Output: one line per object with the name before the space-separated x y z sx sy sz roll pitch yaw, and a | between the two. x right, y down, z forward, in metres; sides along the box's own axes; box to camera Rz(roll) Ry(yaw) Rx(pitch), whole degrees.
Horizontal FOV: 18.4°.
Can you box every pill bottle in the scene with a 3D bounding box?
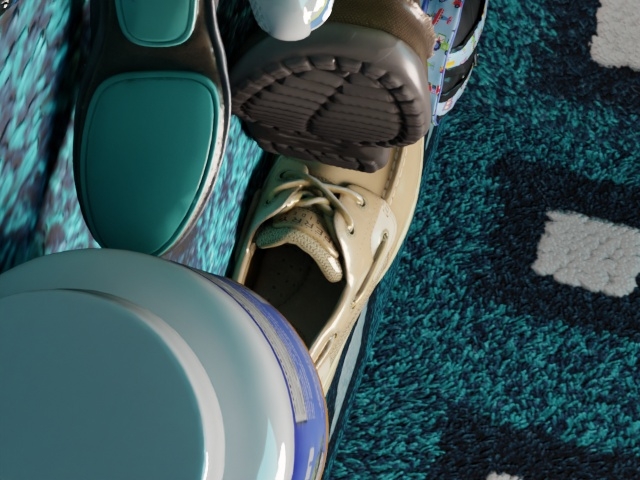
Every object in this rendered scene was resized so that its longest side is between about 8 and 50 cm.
pill bottle | -0.081 0.081 0.803 0.272 0.152 0.152 30 75 -84

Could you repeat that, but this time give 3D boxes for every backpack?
backpack | 0.109 -0.211 2.057 0.173 0.117 0.158 -69 172 -50

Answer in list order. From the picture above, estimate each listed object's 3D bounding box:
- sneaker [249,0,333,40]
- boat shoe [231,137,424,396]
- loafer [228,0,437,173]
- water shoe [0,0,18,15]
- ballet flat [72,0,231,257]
sneaker | 0.017 -0.204 0.855 0.091 0.126 0.240 75 10 -72
boat shoe | 0.000 0.000 1.530 0.110 0.121 0.341 81 26 -78
loafer | 0.006 -0.131 1.313 0.366 0.134 0.130 146 -44 -84
water shoe | -0.113 -0.094 0.574 0.080 0.073 0.203 -48 -175 19
ballet flat | -0.073 -0.089 0.876 0.074 0.074 0.203 -66 164 -58
